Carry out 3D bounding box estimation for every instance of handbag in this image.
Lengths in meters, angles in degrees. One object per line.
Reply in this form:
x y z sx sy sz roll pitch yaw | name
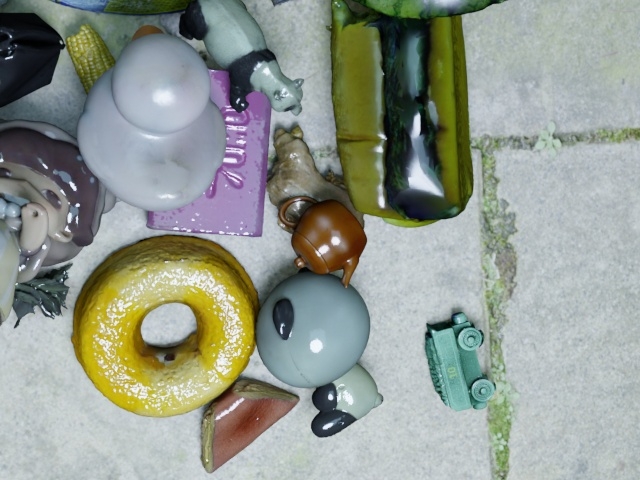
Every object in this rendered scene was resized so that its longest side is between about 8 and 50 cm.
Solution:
-0.523 -0.232 1.250 0.343 0.288 0.152 -16 101 -9 | handbag

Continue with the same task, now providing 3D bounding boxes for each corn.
-0.323 -0.228 1.399 0.067 0.067 0.206 -28 98 -8 | corn

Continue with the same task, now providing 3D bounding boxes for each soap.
-0.171 -0.139 1.427 0.181 0.081 0.259 5 93 -11 | soap

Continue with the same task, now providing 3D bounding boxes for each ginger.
-0.021 -0.073 1.465 0.213 0.074 0.137 48 71 -14 | ginger

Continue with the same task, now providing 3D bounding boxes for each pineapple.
-0.500 0.058 1.376 0.251 0.125 0.125 18 91 -22 | pineapple

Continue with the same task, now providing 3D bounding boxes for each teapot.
0.000 0.000 1.388 0.116 0.116 0.173 -42 70 -5 | teapot

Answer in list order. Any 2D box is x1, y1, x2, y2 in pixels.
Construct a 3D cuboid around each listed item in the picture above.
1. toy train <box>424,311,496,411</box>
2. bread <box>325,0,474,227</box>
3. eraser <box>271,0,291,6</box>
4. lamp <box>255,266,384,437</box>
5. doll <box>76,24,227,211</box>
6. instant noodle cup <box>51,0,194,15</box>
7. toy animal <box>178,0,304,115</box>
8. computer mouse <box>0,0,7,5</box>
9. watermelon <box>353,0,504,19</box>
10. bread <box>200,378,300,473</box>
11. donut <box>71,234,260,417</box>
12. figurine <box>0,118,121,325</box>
0.231 0.207 1.538 0.100 0.070 0.171 -15 98 -2 | toy train
0.127 -0.203 1.406 0.208 0.251 0.376 -6 97 22 | bread
-0.107 -0.565 1.402 0.098 0.096 0.403 -24 97 -7 | eraser
0.001 0.167 1.429 0.198 0.198 0.243 -24 106 -8 | lamp
-0.220 -0.169 1.259 0.221 0.221 0.250 -6 84 -10 | doll
-0.279 -0.512 1.303 0.284 0.284 0.312 -2 86 -11 | instant noodle cup
-0.108 -0.267 1.333 0.094 0.121 0.225 -34 88 -19 | toy animal
-0.523 -0.455 1.338 0.145 0.082 0.236 -45 99 -6 | computer mouse
0.147 -0.462 1.285 0.331 0.330 0.189 -21 129 -9 | watermelon
-0.130 0.278 1.464 0.192 0.067 0.119 -36 131 -9 | bread
-0.235 0.138 1.422 0.303 0.110 0.302 -1 95 -10 | donut
-0.425 -0.026 1.266 0.248 0.380 0.203 23 123 -10 | figurine
